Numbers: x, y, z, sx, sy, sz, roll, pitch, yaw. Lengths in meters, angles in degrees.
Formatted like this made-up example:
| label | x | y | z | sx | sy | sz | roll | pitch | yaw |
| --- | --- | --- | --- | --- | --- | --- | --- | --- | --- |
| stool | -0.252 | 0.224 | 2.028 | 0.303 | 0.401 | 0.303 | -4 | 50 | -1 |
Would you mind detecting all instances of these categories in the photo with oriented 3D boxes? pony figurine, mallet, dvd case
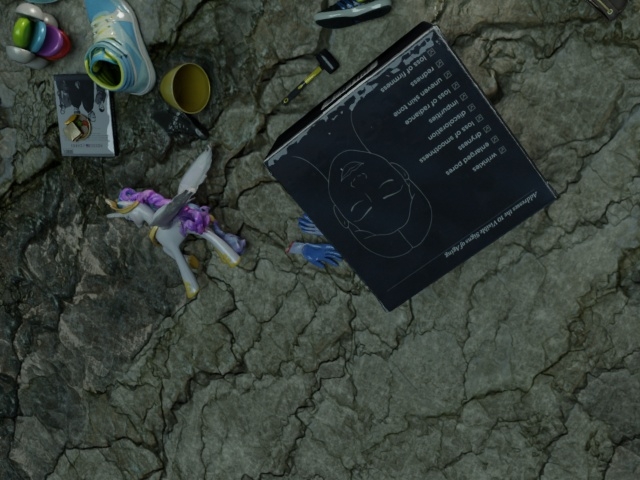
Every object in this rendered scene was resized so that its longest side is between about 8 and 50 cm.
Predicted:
| label | x | y | z | sx | sy | sz | roll | pitch | yaw |
| --- | --- | --- | --- | --- | --- | --- | --- | --- | --- |
| pony figurine | -0.382 | -0.055 | 1.903 | 0.351 | 0.303 | 0.363 | -34 | 109 | 28 |
| mallet | -0.039 | -0.434 | 1.821 | 0.190 | 0.039 | 0.062 | -31 | 96 | 23 |
| dvd case | -0.687 | -0.366 | 2.004 | 0.179 | 0.029 | 0.238 | 3 | 105 | 14 |

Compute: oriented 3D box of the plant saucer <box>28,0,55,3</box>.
| label | x | y | z | sx | sy | sz | roll | pitch | yaw |
| --- | --- | --- | --- | --- | --- | --- | --- | --- | --- |
| plant saucer | -0.777 | -0.826 | 1.905 | 0.317 | 0.044 | 0.317 | 3 | 105 | 13 |

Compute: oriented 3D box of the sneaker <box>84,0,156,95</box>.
| label | x | y | z | sx | sy | sz | roll | pitch | yaw |
| --- | --- | --- | --- | --- | --- | --- | --- | --- | --- |
| sneaker | -0.573 | -0.543 | 1.836 | 0.127 | 0.208 | 0.319 | -25 | 96 | 20 |

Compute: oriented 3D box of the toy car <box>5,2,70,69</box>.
| label | x | y | z | sx | sy | sz | roll | pitch | yaw |
| --- | --- | --- | --- | --- | --- | --- | --- | --- | --- |
| toy car | -0.773 | -0.557 | 1.902 | 0.136 | 0.182 | 0.159 | 17 | 92 | 5 |

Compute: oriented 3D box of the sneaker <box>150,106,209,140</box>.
| label | x | y | z | sx | sy | sz | roll | pitch | yaw |
| --- | --- | --- | --- | --- | --- | --- | --- | --- | --- |
| sneaker | -0.397 | -0.321 | 1.933 | 0.170 | 0.051 | 0.089 | 45 | 110 | 5 |

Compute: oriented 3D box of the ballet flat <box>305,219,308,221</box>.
| label | x | y | z | sx | sy | sz | roll | pitch | yaw |
| --- | --- | --- | --- | --- | --- | --- | --- | --- | --- |
| ballet flat | 0.042 | -0.081 | 1.865 | 0.206 | 0.073 | 0.067 | -16 | 133 | 10 |

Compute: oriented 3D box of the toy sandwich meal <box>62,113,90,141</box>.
| label | x | y | z | sx | sy | sz | roll | pitch | yaw |
| --- | --- | --- | --- | --- | --- | --- | --- | --- | --- |
| toy sandwich meal | -0.709 | -0.328 | 1.987 | 0.085 | 0.029 | 0.085 | 3 | 105 | 13 |

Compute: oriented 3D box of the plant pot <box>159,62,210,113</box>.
| label | x | y | z | sx | sy | sz | roll | pitch | yaw |
| --- | --- | --- | --- | --- | --- | --- | --- | --- | --- |
| plant pot | -0.384 | -0.416 | 1.873 | 0.095 | 0.134 | 0.134 | 10 | 108 | 38 |

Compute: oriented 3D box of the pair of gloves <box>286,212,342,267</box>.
| label | x | y | z | sx | sy | sz | roll | pitch | yaw |
| --- | --- | --- | --- | --- | --- | --- | --- | --- | --- |
| pair of gloves | 0.000 | 0.000 | 1.877 | 0.159 | 0.023 | 0.198 | 15 | 133 | -10 |

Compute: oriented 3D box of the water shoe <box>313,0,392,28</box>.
| label | x | y | z | sx | sy | sz | roll | pitch | yaw |
| --- | --- | --- | --- | --- | --- | --- | --- | --- | --- |
| water shoe | 0.080 | -0.597 | 1.740 | 0.203 | 0.073 | 0.080 | -8 | 81 | 11 |

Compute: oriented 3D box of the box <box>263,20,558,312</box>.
| label | x | y | z | sx | sy | sz | roll | pitch | yaw |
| --- | --- | --- | --- | --- | --- | --- | --- | --- | --- |
| box | 0.204 | -0.177 | 1.625 | 0.480 | 0.297 | 0.472 | -36 | 103 | 15 |

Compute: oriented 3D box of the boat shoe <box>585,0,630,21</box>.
| label | x | y | z | sx | sy | sz | roll | pitch | yaw |
| --- | --- | --- | --- | --- | --- | --- | --- | --- | --- |
| boat shoe | 0.569 | -0.628 | 1.576 | 0.324 | 0.116 | 0.097 | 32 | 106 | -1 |

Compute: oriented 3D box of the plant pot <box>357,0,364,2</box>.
| label | x | y | z | sx | sy | sz | roll | pitch | yaw |
| --- | --- | --- | --- | --- | --- | --- | --- | --- | --- |
| plant pot | 0.119 | -0.713 | 1.598 | 0.228 | 0.207 | 0.227 | -24 | 72 | 19 |
